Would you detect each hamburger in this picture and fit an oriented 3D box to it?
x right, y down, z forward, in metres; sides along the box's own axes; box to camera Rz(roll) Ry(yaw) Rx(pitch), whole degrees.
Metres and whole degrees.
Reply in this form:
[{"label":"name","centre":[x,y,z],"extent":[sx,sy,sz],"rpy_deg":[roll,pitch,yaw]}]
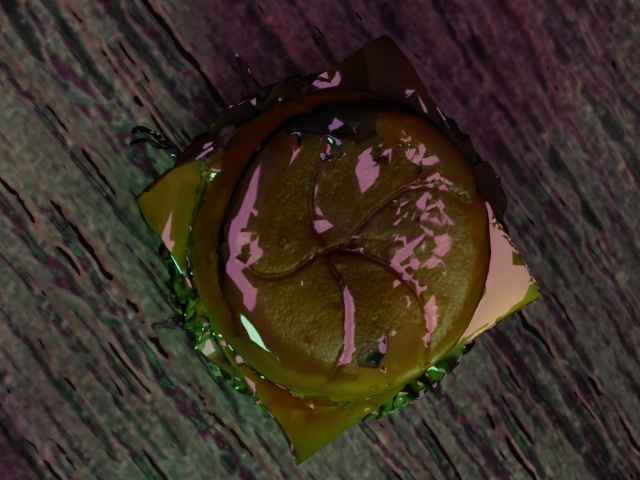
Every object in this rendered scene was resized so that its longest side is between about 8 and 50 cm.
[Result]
[{"label":"hamburger","centre":[0.000,0.000,1.117],"extent":[0.243,0.138,0.262],"rpy_deg":[-30,103,-18]}]
